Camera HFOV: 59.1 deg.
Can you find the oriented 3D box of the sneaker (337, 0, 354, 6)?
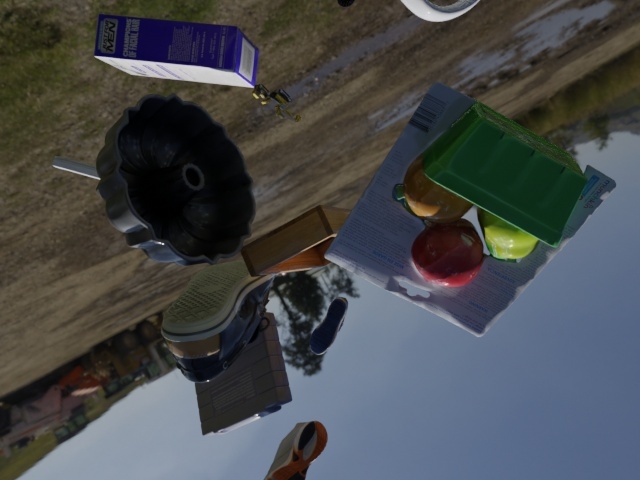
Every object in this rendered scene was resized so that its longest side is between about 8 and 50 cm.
[{"bbox_3d":[0.031,-0.514,1.126,0.086,0.132,0.228,-7,175,-9],"label":"sneaker"}]

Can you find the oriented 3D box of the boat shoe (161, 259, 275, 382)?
[{"bbox_3d":[-0.213,0.157,1.296,0.186,0.156,0.500,-4,-164,10],"label":"boat shoe"}]

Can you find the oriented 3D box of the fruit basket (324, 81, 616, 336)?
[{"bbox_3d":[0.227,-0.034,0.916,0.353,0.327,0.165,-58,-171,35],"label":"fruit basket"}]

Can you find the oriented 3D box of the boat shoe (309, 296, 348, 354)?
[{"bbox_3d":[0.033,0.244,1.612,0.183,0.066,0.066,-60,164,14],"label":"boat shoe"}]

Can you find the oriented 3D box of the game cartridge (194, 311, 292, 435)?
[{"bbox_3d":[-0.210,0.352,1.442,0.068,0.230,0.355,2,153,-44],"label":"game cartridge"}]

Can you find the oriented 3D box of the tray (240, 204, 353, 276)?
[{"bbox_3d":[0.000,0.000,1.328,0.202,0.076,0.411,-28,171,19],"label":"tray"}]

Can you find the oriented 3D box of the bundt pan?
[{"bbox_3d":[-0.278,-0.099,1.066,0.124,0.331,0.331,-21,-178,33],"label":"bundt pan"}]

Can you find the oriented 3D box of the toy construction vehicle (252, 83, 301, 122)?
[{"bbox_3d":[-0.093,-0.284,1.181,0.086,0.098,0.035,15,-113,55],"label":"toy construction vehicle"}]

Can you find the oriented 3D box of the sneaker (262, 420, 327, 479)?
[{"bbox_3d":[-0.086,0.580,1.445,0.262,0.099,0.121,-49,-169,-26],"label":"sneaker"}]

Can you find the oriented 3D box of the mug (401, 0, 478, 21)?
[{"bbox_3d":[0.165,-0.552,0.932,0.328,0.374,0.276,-43,-155,-17],"label":"mug"}]

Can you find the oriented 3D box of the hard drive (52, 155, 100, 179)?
[{"bbox_3d":[-0.667,-0.208,1.828,0.307,0.040,0.203,15,-177,7],"label":"hard drive"}]

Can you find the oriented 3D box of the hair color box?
[{"bbox_3d":[-0.336,-0.451,1.351,0.338,0.110,0.185,7,-176,8],"label":"hair color box"}]
